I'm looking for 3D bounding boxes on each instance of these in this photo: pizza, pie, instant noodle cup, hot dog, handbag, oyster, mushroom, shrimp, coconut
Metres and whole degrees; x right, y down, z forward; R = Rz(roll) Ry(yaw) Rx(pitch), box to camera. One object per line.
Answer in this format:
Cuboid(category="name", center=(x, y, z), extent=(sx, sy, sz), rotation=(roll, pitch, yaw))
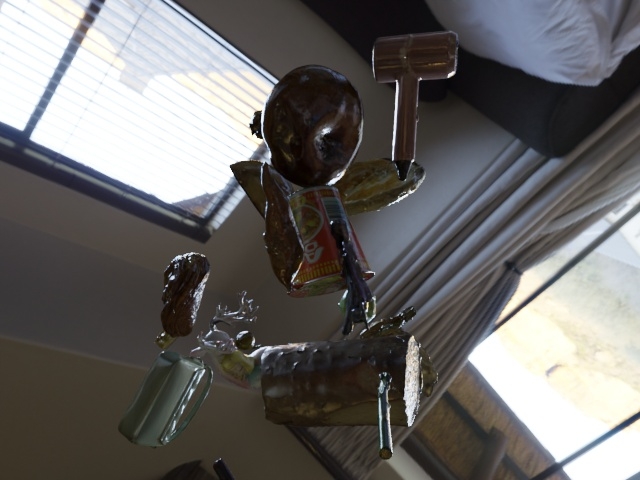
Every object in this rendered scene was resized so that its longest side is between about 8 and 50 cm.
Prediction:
Cuboid(category="pizza", center=(-0.558, 0.341, 1.624), extent=(0.036, 0.160, 0.099), rotation=(41, -171, -31))
Cuboid(category="pie", center=(0.163, -0.175, 1.377), extent=(0.339, 0.339, 0.077), rotation=(-101, -10, -59))
Cuboid(category="instant noodle cup", center=(0.000, 0.000, 0.970), extent=(0.193, 0.193, 0.212), rotation=(10, -119, -55))
Cuboid(category="hot dog", center=(-0.420, 0.170, 1.330), extent=(0.122, 0.272, 0.196), rotation=(12, -146, -23))
Cuboid(category="handbag", center=(-0.403, 0.435, 1.197), extent=(0.079, 0.256, 0.219), rotation=(18, 161, 32))
Cuboid(category="oyster", center=(0.252, 0.396, 1.408), extent=(0.275, 0.270, 0.100), rotation=(14, 177, -27))
Cuboid(category="mushroom", center=(-0.025, -0.271, 0.997), extent=(0.267, 0.267, 0.254), rotation=(7, -133, -57))
Cuboid(category="shrimp", center=(0.187, 0.234, 1.234), extent=(0.099, 0.180, 0.041), rotation=(40, -158, -49))
Cuboid(category="coconut", center=(0.086, 0.155, 1.045), extent=(0.096, 0.087, 0.088), rotation=(3, -175, 25))

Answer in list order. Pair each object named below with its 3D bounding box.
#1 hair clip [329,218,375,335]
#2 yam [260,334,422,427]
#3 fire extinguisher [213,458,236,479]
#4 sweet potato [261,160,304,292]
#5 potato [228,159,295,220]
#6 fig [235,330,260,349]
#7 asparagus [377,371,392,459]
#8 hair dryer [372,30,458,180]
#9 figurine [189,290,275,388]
Cuboid(category="hair clip", center=(0.054, 0.073, 0.767), extent=(0.146, 0.056, 0.187), rotation=(86, 177, -63))
Cuboid(category="yam", center=(0.025, 0.204, 0.640), extent=(0.128, 0.239, 0.129), rotation=(-21, -76, -72))
Cuboid(category="fire extinguisher", center=(-0.178, 0.474, 0.841), extent=(0.100, 0.046, 0.032), rotation=(44, 179, 33))
Cuboid(category="sweet potato", center=(-0.068, -0.024, 0.758), extent=(0.068, 0.068, 0.226), rotation=(-36, -62, -69))
Cuboid(category="potato", center=(-0.122, -0.115, 1.214), extent=(0.299, 0.116, 0.239), rotation=(56, 178, -8))
Cuboid(category="fig", center=(-0.305, 0.423, 1.818), extent=(0.098, 0.084, 0.082), rotation=(57, -178, -26))
Cuboid(category="asparagus", center=(0.069, 0.181, 0.472), extent=(0.018, 0.015, 0.127), rotation=(41, -161, -6))
Cuboid(category="hair dryer", center=(0.219, -0.311, 1.037), extent=(0.190, 0.344, 0.107), rotation=(3, -178, 18))
Cuboid(category="figurine", center=(-0.275, 0.341, 1.467), extent=(0.316, 0.284, 0.206), rotation=(39, -139, -29))
